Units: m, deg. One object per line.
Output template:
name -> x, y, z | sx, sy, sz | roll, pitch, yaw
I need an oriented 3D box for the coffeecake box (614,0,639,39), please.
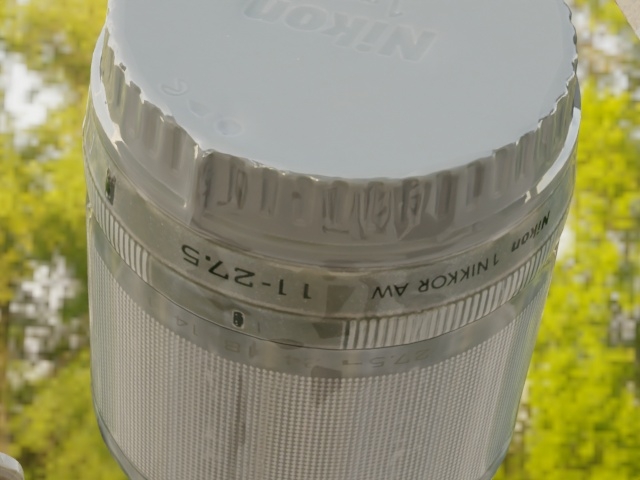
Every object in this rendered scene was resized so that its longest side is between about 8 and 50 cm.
coffeecake box -> 0.194, -0.186, 0.909 | 0.068, 0.185, 0.142 | -16, -23, -31

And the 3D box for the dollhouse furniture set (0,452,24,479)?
dollhouse furniture set -> -0.090, 0.345, 1.187 | 0.256, 0.362, 0.394 | -38, -46, 26

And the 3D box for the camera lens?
camera lens -> 0.000, 0.000, 0.839 | 0.219, 0.219, 0.274 | 2, -43, -3
